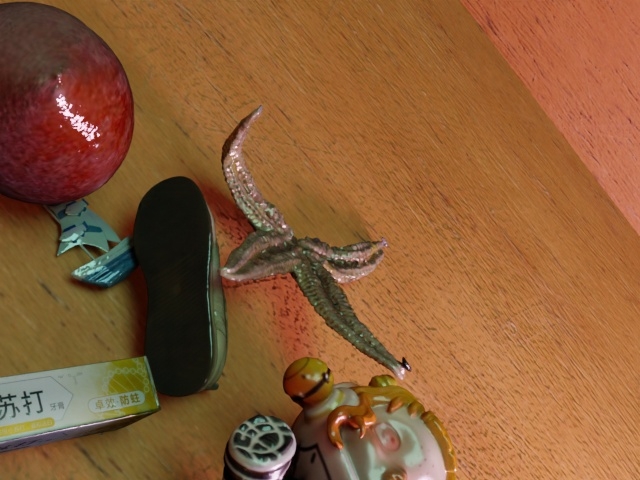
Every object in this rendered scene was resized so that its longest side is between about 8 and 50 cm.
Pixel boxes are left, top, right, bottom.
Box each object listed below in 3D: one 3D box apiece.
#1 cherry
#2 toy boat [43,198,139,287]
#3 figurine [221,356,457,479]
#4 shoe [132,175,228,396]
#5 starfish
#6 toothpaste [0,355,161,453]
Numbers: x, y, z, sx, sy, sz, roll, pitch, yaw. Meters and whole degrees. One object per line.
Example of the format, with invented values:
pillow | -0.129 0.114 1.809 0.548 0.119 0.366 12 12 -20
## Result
cherry | -0.305 -0.159 0.921 0.239 0.239 0.206 43 39 -15
toy boat | -0.275 -0.005 1.014 0.105 0.034 0.149 -7 56 -47
figurine | 0.030 0.285 0.981 0.323 0.196 0.320 -18 87 -46
shoe | -0.162 0.055 1.015 0.098 0.103 0.274 48 35 -68
starfish | -0.011 0.005 1.164 0.398 0.132 0.383 49 12 -29
toothpaste | -0.304 0.165 0.794 0.313 0.089 0.071 -1 68 -48
